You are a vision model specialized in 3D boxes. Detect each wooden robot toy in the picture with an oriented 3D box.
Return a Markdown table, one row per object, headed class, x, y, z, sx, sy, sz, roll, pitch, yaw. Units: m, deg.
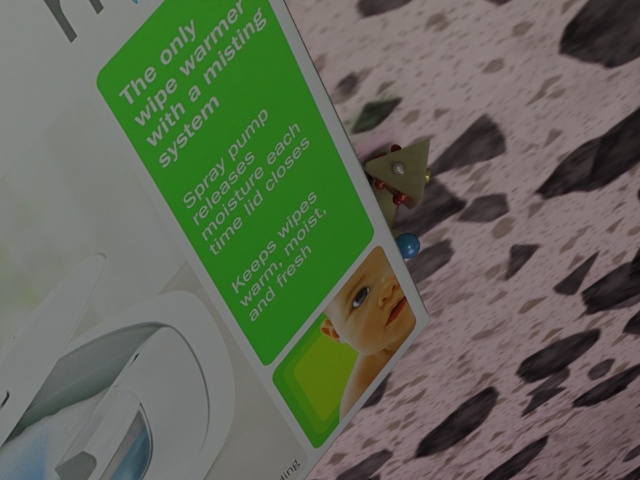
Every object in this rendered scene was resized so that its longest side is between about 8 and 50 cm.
| class | x | y | z | sx | sy | sz | roll | pitch | yaw |
| --- | --- | --- | --- | --- | --- | --- | --- | --- | --- |
| wooden robot toy | 0.000 | 0.000 | 0.857 | 0.079 | 0.076 | 0.173 | 10 | 146 | -7 |

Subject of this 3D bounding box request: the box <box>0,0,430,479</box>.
| class | x | y | z | sx | sy | sz | roll | pitch | yaw |
| --- | --- | --- | --- | --- | --- | --- | --- | --- | --- |
| box | -0.119 | 0.029 | 0.472 | 0.262 | 0.127 | 0.231 | -49 | 143 | -20 |
